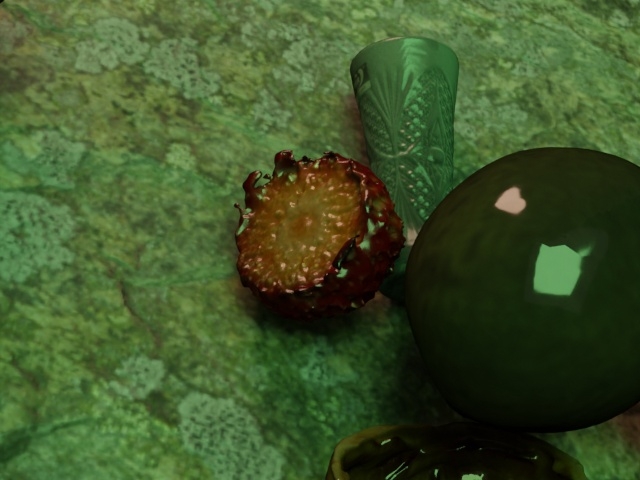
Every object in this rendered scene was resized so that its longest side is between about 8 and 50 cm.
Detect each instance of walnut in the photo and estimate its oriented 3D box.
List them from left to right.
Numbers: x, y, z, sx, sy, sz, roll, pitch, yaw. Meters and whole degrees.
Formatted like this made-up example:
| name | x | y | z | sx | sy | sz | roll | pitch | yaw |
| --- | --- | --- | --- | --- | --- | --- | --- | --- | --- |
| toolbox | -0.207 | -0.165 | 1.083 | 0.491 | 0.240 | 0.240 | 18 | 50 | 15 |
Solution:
| name | x | y | z | sx | sy | sz | roll | pitch | yaw |
| --- | --- | --- | --- | --- | --- | --- | --- | --- | --- |
| walnut | 0.099 | 0.210 | 1.221 | 0.211 | 0.087 | 0.167 | -1 | 28 | -28 |

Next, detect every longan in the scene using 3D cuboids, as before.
| name | x | y | z | sx | sy | sz | roll | pitch | yaw |
| --- | --- | --- | --- | --- | --- | --- | --- | --- | --- |
| longan | 0.169 | 0.044 | 1.229 | 0.246 | 0.246 | 0.215 | -17 | 50 | -26 |

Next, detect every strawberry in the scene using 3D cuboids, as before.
| name | x | y | z | sx | sy | sz | roll | pitch | yaw |
| --- | --- | --- | --- | --- | --- | --- | --- | --- | --- |
| strawberry | 0.000 | 0.000 | 1.314 | 0.086 | 0.145 | 0.145 | 31 | 43 | -45 |

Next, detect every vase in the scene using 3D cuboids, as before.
| name | x | y | z | sx | sy | sz | roll | pitch | yaw |
| --- | --- | --- | --- | --- | --- | --- | --- | --- | --- |
| vase | 0.077 | -0.057 | 1.392 | 0.096 | 0.096 | 0.219 | 6 | 60 | -14 |

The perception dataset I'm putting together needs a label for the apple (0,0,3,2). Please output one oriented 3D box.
| name | x | y | z | sx | sy | sz | roll | pitch | yaw |
| --- | --- | --- | --- | --- | --- | --- | --- | --- | --- |
| apple | -0.377 | -0.293 | 1.256 | 0.339 | 0.339 | 0.340 | 8 | 57 | -13 |
